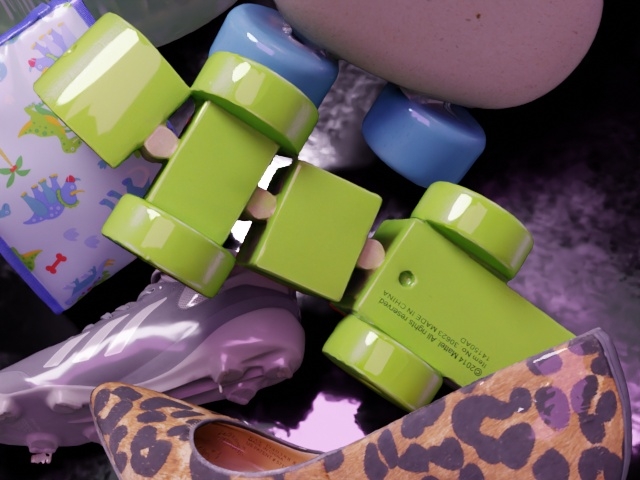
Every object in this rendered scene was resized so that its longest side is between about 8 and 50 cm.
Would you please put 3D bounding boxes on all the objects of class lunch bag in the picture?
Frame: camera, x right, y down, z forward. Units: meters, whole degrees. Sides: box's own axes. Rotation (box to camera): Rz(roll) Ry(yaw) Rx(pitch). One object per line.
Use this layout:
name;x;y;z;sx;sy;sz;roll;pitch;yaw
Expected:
lunch bag;-0.159;-0.055;0.589;0.129;0.151;0.096;-38;39;-9

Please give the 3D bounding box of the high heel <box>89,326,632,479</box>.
high heel;0.007;0.079;0.465;0.261;0.093;0.186;28;106;23

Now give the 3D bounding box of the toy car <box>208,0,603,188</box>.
toy car;0.051;-0.197;0.614;0.210;0.219;0.238;22;28;-22

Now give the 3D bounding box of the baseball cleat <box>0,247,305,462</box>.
baseball cleat;-0.112;0.063;0.587;0.206;0.072;0.109;-11;50;0

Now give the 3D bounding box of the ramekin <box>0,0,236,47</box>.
ramekin;-0.175;-0.297;0.708;0.303;0.148;0.303;-3;65;7

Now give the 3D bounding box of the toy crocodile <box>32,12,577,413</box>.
toy crocodile;0.000;0.000;0.525;0.341;0.105;0.115;31;83;-11
